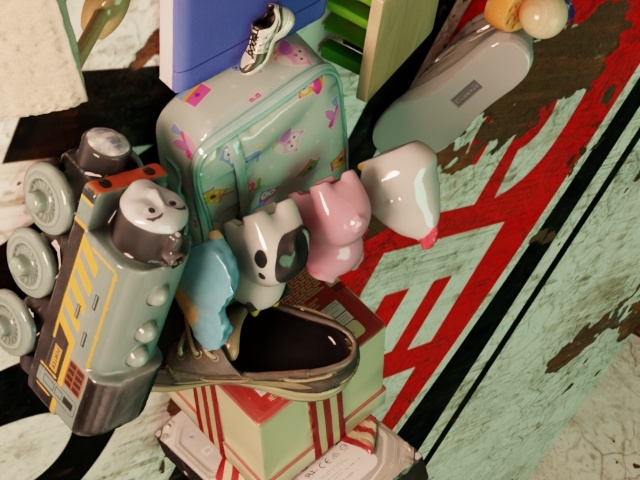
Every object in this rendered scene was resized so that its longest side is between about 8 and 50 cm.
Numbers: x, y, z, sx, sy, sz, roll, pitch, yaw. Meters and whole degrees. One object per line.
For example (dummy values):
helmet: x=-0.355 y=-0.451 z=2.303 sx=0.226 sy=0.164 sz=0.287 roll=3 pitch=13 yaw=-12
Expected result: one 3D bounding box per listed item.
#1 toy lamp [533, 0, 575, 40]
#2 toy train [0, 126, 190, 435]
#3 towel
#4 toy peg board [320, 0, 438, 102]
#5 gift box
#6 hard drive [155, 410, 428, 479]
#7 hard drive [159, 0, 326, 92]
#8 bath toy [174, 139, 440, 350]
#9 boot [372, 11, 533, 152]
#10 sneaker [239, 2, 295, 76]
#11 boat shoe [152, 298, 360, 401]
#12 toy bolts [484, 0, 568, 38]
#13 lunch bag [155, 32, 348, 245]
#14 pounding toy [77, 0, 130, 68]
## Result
toy lamp: x=0.372 y=-0.384 z=1.925 sx=0.275 sy=0.080 sz=0.080 roll=-46 pitch=155 yaw=-8
toy train: x=-0.233 y=0.047 z=1.461 sx=0.142 sy=0.190 sz=0.334 roll=-20 pitch=144 yaw=-45
towel: x=-0.277 y=-0.167 z=0.983 sx=0.187 sy=0.049 sz=0.282 roll=-10 pitch=152 yaw=-5
toy peg board: x=0.071 y=-0.277 z=1.627 sx=0.161 sy=0.079 sz=0.161 roll=-49 pitch=161 yaw=-35
gift box: x=-0.060 y=0.186 z=1.858 sx=0.255 sy=0.276 sz=0.258 roll=-32 pitch=153 yaw=-18
hard drive: x=-0.046 y=0.300 z=1.961 sx=0.237 sy=0.339 sz=0.064 roll=-37 pitch=134 yaw=-20
hard drive: x=-0.067 y=-0.309 z=1.375 sx=0.210 sy=0.040 sz=0.319 roll=-33 pitch=152 yaw=-28
bath toy: x=0.000 y=0.000 z=1.582 sx=0.348 sy=0.129 sz=0.151 roll=-26 pitch=-175 yaw=-28
boot: x=0.181 y=-0.212 z=1.855 sx=0.258 sy=0.095 sz=0.123 roll=-33 pitch=-156 yaw=31
sneaker: x=-0.064 y=-0.211 z=1.450 sx=0.037 sy=0.032 sz=0.083 roll=25 pitch=102 yaw=-50
boat shoe: x=-0.120 y=0.106 z=1.636 sx=0.355 sy=0.132 sz=0.130 roll=5 pitch=158 yaw=-14
toy bolts: x=0.273 y=-0.374 z=1.679 sx=0.218 sy=0.158 sz=0.228 roll=-42 pitch=155 yaw=-11
lunch bag: x=-0.078 y=-0.092 z=1.599 sx=0.224 sy=0.108 sz=0.279 roll=-38 pitch=154 yaw=-18
pounding toy: x=-0.228 y=-0.224 z=1.110 sx=0.269 sy=0.155 sz=0.154 roll=-11 pitch=140 yaw=-55
